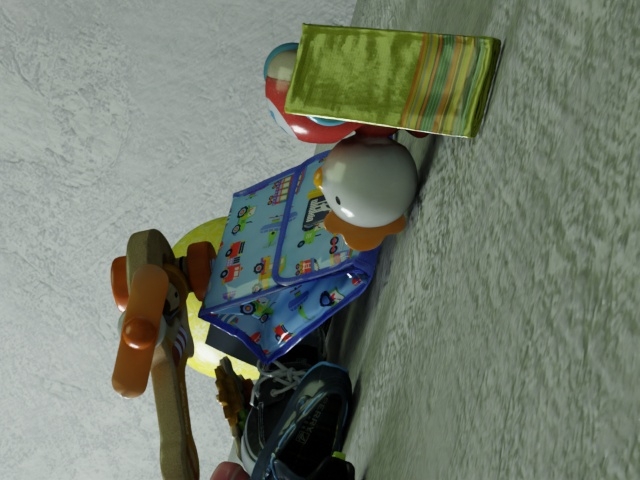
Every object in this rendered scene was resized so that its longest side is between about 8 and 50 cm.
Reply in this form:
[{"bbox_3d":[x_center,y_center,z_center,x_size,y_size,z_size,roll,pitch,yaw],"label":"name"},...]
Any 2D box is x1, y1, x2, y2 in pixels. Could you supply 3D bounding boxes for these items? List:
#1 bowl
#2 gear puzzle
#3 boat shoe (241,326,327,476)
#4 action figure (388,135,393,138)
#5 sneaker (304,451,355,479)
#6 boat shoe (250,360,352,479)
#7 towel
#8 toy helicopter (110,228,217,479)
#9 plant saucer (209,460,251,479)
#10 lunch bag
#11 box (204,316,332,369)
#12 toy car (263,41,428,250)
[{"bbox_3d":[-0.123,0.112,2.252,0.156,0.290,0.289,-143,67,-71],"label":"bowl"},{"bbox_3d":[-0.098,0.257,1.985,0.339,0.044,0.175,64,-169,-61],"label":"gear puzzle"},{"bbox_3d":[-0.039,0.210,1.864,0.306,0.113,0.105,-66,-20,-58],"label":"boat shoe"},{"bbox_3d":[0.095,-0.148,1.940,0.115,0.030,0.038,-77,0,-48],"label":"action figure"},{"bbox_3d":[-0.006,0.303,1.368,0.234,0.084,0.097,-83,12,-56],"label":"sneaker"},{"bbox_3d":[-0.034,0.274,1.666,0.089,0.109,0.258,-107,30,-74],"label":"boat shoe"},{"bbox_3d":[0.066,-0.165,1.367,0.021,0.237,0.102,22,-98,-53],"label":"towel"},{"bbox_3d":[-0.205,0.158,1.794,0.235,0.140,0.355,44,-143,-80],"label":"toy helicopter"},{"bbox_3d":[-0.130,0.484,1.928,0.332,0.084,0.332,8,-90,-83],"label":"plant saucer"},{"bbox_3d":[0.000,0.000,1.786,0.293,0.138,0.221,-29,36,40],"label":"lunch bag"},{"bbox_3d":[-0.064,0.093,2.059,0.207,0.108,0.153,-8,-63,-63],"label":"box"},{"bbox_3d":[0.037,-0.100,1.580,0.219,0.210,0.238,-136,48,-71],"label":"toy car"}]
